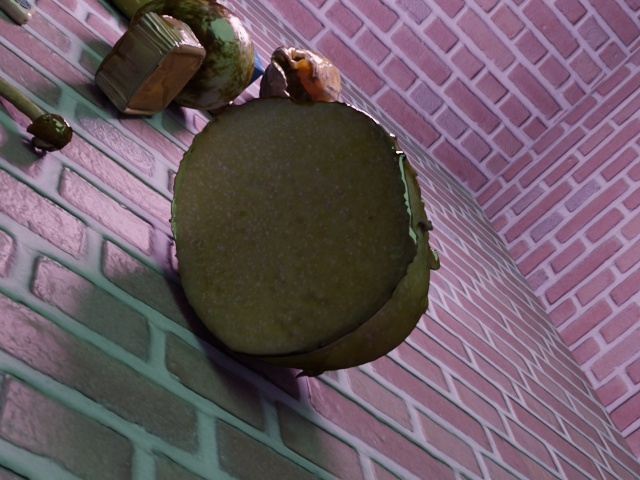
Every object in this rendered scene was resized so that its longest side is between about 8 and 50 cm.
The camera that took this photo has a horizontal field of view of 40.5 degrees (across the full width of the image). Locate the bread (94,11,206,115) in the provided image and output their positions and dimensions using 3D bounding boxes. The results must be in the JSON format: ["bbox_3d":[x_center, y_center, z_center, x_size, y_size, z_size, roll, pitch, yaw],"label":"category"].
[{"bbox_3d":[-0.331,-0.343,1.683,0.110,0.192,0.210,45,17,4],"label":"bread"}]

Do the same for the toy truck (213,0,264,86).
[{"bbox_3d":[-0.275,-0.538,2.359,0.175,0.146,0.367,41,19,-42],"label":"toy truck"}]

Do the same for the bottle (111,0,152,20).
[{"bbox_3d":[-0.445,-0.593,2.119,0.260,0.112,0.112,48,17,4],"label":"bottle"}]

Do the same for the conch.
[{"bbox_3d":[-0.079,-0.400,2.402,0.352,0.210,0.297,15,60,-55],"label":"conch"}]

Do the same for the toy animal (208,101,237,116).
[{"bbox_3d":[-0.132,-0.229,2.060,0.343,0.106,0.168,39,19,-14],"label":"toy animal"}]

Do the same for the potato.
[{"bbox_3d":[0.000,0.000,1.392,0.442,0.385,0.319,67,12,24],"label":"potato"}]

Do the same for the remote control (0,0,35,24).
[{"bbox_3d":[-0.583,-0.450,1.597,0.122,0.032,0.074,39,18,-26],"label":"remote control"}]

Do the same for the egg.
[{"bbox_3d":[-0.282,-0.418,1.897,0.289,0.238,0.238,36,17,0],"label":"egg"}]

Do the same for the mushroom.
[{"bbox_3d":[-0.454,-0.199,1.319,0.187,0.061,0.060,38,1,13],"label":"mushroom"}]
